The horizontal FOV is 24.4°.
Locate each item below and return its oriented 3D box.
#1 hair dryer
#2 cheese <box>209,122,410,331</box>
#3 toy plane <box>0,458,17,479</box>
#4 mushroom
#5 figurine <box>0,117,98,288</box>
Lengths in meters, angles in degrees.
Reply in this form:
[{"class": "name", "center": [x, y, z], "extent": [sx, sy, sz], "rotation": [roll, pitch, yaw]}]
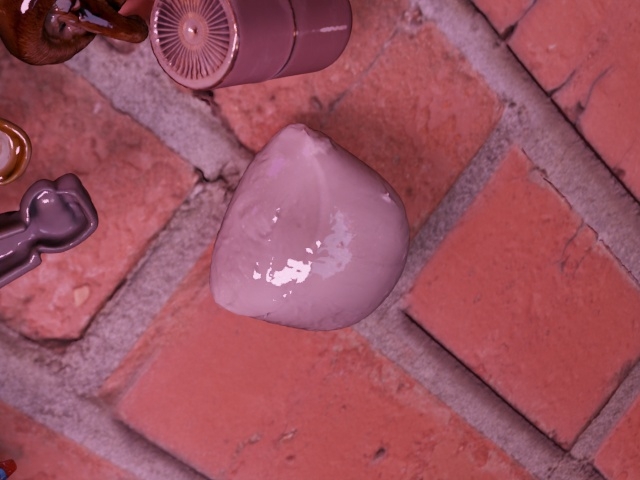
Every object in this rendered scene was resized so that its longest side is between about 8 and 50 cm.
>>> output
[{"class": "hair dryer", "center": [-0.058, -0.313, 1.317], "extent": [0.189, 0.107, 0.344], "rotation": [-18, 111, -51]}, {"class": "cheese", "center": [0.000, 0.000, 1.487], "extent": [0.189, 0.154, 0.198], "rotation": [21, 98, -48]}, {"class": "toy plane", "center": [-0.362, 0.235, 1.391], "extent": [0.130, 0.061, 0.189], "rotation": [-48, 128, -7]}, {"class": "mushroom", "center": [-0.209, -0.207, 1.268], "extent": [0.135, 0.080, 0.170], "rotation": [-47, 151, 12]}, {"class": "figurine", "center": [-0.359, -0.032, 1.182], "extent": [0.343, 0.167, 0.285], "rotation": [9, 107, -40]}]
